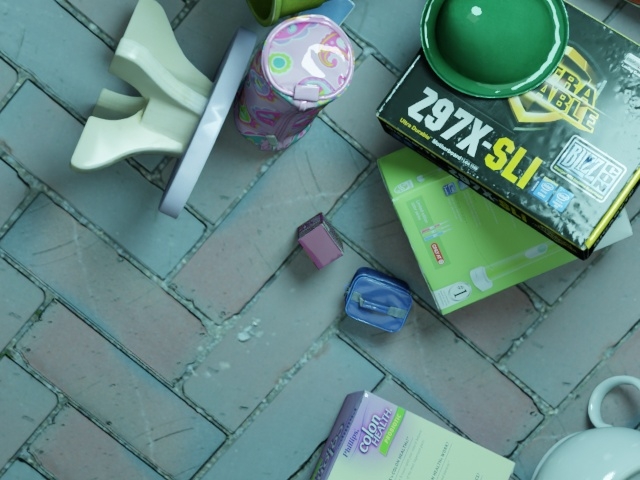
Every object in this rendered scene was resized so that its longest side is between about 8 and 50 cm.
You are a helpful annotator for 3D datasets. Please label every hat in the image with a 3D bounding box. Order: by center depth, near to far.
[{"bbox_3d":[0.191,-0.272,1.657,0.208,0.183,0.173,7,84,7],"label":"hat"}]

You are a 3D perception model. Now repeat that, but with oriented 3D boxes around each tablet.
[{"bbox_3d":[0.002,-0.305,1.923,0.054,0.006,0.083,38,101,-9],"label":"tablet"}]

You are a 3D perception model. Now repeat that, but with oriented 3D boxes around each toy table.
[{"bbox_3d":[-0.207,-0.181,1.843,0.161,0.252,0.274,24,59,-10],"label":"toy table"}]

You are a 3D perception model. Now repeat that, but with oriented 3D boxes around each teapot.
[{"bbox_3d":[0.388,0.358,2.006,0.256,0.187,0.252,-28,124,-21],"label":"teapot"}]

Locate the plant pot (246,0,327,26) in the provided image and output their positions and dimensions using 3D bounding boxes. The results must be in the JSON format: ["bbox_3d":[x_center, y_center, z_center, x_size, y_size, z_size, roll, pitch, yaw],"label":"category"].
[{"bbox_3d":[0.063,-0.477,1.733,0.353,0.366,0.366,-13,104,-10],"label":"plant pot"}]

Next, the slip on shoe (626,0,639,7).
[{"bbox_3d":[0.423,-0.357,1.794,0.331,0.101,0.123,21,92,25],"label":"slip on shoe"}]

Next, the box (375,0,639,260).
[{"bbox_3d":[0.271,-0.167,1.764,0.322,0.079,0.257,35,87,16],"label":"box"}]

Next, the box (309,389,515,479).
[{"bbox_3d":[0.113,0.360,1.990,0.243,0.117,0.213,26,76,-8],"label":"box"}]

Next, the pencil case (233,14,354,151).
[{"bbox_3d":[-0.039,-0.195,1.809,0.124,0.284,0.124,2,80,-12],"label":"pencil case"}]

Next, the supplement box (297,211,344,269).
[{"bbox_3d":[0.000,0.000,1.957,0.043,0.083,0.055,-34,101,7],"label":"supplement box"}]

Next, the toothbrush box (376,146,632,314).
[{"bbox_3d":[0.248,-0.058,1.900,0.283,0.122,0.206,-23,122,6],"label":"toothbrush box"}]

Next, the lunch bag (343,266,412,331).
[{"bbox_3d":[0.079,0.082,1.987,0.098,0.065,0.067,19,102,-6],"label":"lunch bag"}]
